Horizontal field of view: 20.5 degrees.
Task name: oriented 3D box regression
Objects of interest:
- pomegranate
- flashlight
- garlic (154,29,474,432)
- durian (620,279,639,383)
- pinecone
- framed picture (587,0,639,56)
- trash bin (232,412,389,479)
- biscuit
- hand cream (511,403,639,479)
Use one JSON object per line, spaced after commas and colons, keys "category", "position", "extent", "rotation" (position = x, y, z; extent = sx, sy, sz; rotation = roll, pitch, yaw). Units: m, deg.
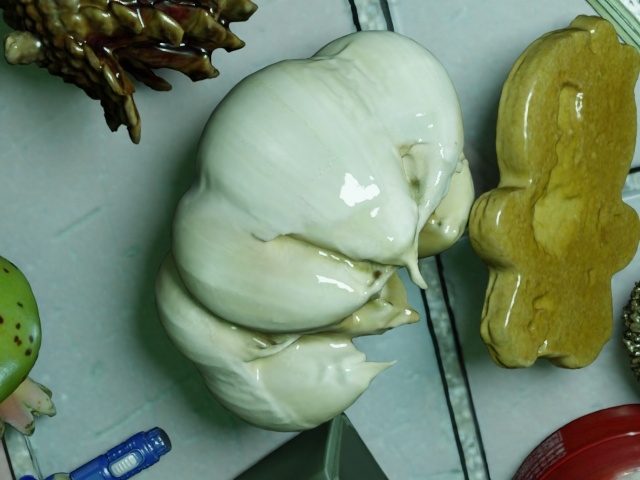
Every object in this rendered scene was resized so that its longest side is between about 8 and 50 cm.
{"category": "pomegranate", "position": [-0.258, 0.075, 1.279], "extent": [0.129, 0.159, 0.129], "rotation": [-3, 59, 5]}
{"category": "flashlight", "position": [-0.167, 0.178, 1.326], "extent": [0.121, 0.035, 0.057], "rotation": [-30, 98, 7]}
{"category": "garlic", "position": [-0.006, -0.011, 1.185], "extent": [0.281, 0.203, 0.185], "rotation": [-53, 134, 3]}
{"category": "durian", "position": [0.247, 0.059, 1.250], "extent": [0.071, 0.110, 0.140], "rotation": [11, 135, 8]}
{"category": "pinecone", "position": [-0.119, -0.187, 1.186], "extent": [0.212, 0.168, 0.185], "rotation": [-38, 106, 7]}
{"category": "framed picture", "position": [0.284, -0.210, 1.249], "extent": [0.197, 0.014, 0.252], "rotation": [-43, 97, 8]}
{"category": "trash bin", "position": [-0.056, 0.251, 1.273], "extent": [0.240, 0.164, 0.122], "rotation": [-33, 98, 8]}
{"category": "biscuit", "position": [0.164, -0.034, 1.223], "extent": [0.035, 0.184, 0.248], "rotation": [8, 94, 41]}
{"category": "hand cream", "position": [0.236, 0.238, 1.271], "extent": [0.230, 0.149, 0.230], "rotation": [0, 102, -1]}
